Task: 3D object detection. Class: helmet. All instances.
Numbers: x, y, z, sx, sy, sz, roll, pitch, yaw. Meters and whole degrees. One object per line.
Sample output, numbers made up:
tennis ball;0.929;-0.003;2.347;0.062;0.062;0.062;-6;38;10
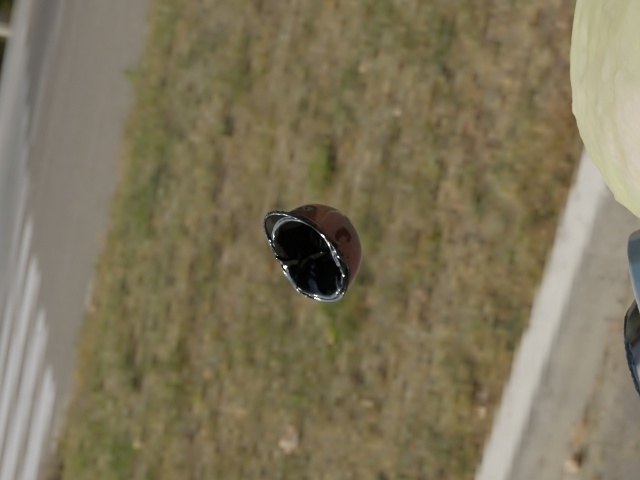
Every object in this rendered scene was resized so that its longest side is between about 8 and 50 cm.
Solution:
helmet;0.000;-0.002;1.221;0.049;0.065;0.084;-48;-49;-34

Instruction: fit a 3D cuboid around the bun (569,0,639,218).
bun;0.247;-0.154;0.731;0.361;0.213;0.361;-46;-6;-6

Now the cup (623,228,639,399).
cup;0.384;0.042;1.026;0.372;0.253;0.253;-26;39;18
